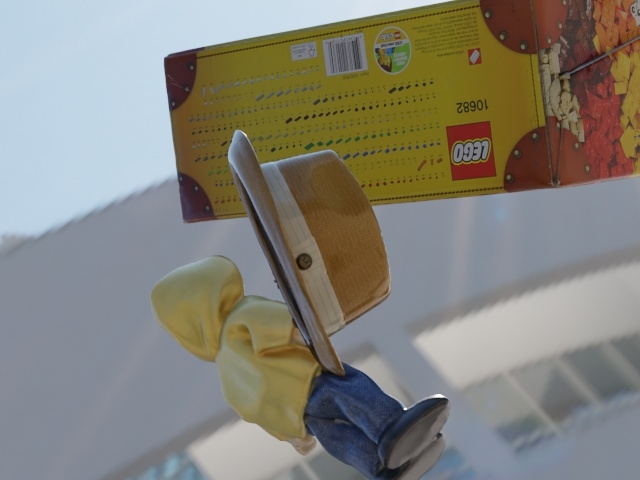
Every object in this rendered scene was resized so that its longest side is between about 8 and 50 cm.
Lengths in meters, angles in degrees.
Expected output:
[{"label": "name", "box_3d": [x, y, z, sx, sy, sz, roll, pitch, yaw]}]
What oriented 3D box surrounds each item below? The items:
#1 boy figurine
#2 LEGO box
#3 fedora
[{"label": "boy figurine", "box_3d": [-0.027, 0.114, 1.557, 0.092, 0.285, 0.177, -38, -34, -30]}, {"label": "LEGO box", "box_3d": [0.140, -0.143, 1.950, 0.372, 0.500, 0.193, -9, -87, -48]}, {"label": "fedora", "box_3d": [0.000, 0.000, 1.318, 0.079, 0.194, 0.194, -24, -31, -5]}]
